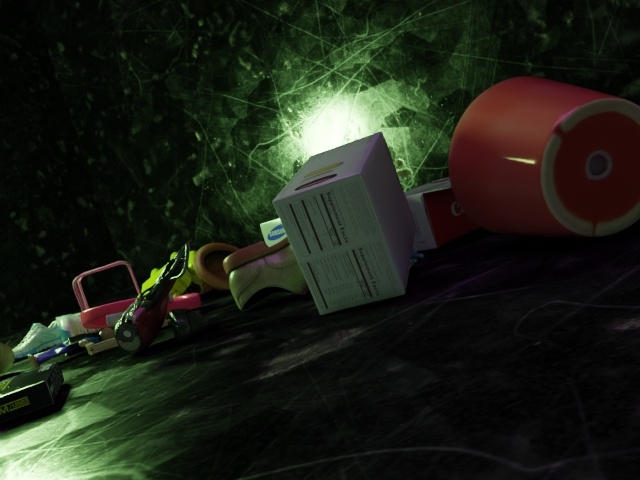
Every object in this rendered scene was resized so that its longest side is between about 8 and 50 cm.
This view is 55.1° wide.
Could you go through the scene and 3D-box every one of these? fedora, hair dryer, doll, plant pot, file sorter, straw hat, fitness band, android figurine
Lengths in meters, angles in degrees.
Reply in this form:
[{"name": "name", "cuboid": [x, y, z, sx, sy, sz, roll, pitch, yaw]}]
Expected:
[{"name": "fedora", "cuboid": [-0.285, 0.093, 1.794, 0.194, 0.194, 0.079, -21, -31, -46]}, {"name": "hair dryer", "cuboid": [-0.308, 0.118, 1.184, 0.223, 0.080, 0.293, -52, 10, -20]}, {"name": "doll", "cuboid": [-0.572, 0.245, 1.420, 0.189, 0.046, 0.129, -20, 5, -30]}, {"name": "plant pot", "cuboid": [0.368, -0.122, 0.957, 0.275, 0.275, 0.243, -18, 14, -6]}, {"name": "file sorter", "cuboid": [-0.715, 0.175, 2.083, 0.202, 0.182, 0.291, -19, 4, -18]}, {"name": "straw hat", "cuboid": [-0.784, 0.302, 1.417, 0.144, 0.144, 0.061, -19, 45, -18]}, {"name": "fitness band", "cuboid": [-0.446, 0.173, 1.533, 0.291, 0.054, 0.209, -10, -5, -14]}, {"name": "android figurine", "cuboid": [-0.456, 0.130, 1.825, 0.248, 0.056, 0.273, -40, 26, 3]}]

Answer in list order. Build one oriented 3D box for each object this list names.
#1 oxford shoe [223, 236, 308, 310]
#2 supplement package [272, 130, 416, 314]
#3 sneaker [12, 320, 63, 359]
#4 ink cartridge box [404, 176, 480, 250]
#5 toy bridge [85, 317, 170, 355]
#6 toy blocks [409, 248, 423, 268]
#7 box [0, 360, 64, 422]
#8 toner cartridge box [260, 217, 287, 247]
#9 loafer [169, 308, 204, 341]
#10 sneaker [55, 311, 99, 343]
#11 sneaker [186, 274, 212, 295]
[{"name": "oxford shoe", "cuboid": [-0.027, 0.048, 1.268, 0.348, 0.130, 0.123, -22, -22, 14]}, {"name": "supplement package", "cuboid": [0.055, -0.039, 1.020, 0.145, 0.204, 0.262, -16, 18, 18]}, {"name": "sneaker", "cuboid": [-0.829, 0.285, 1.767, 0.071, 0.083, 0.191, -13, 7, 33]}, {"name": "ink cartridge box", "cuboid": [0.295, -0.073, 1.435, 0.309, 0.130, 0.272, -21, 7, -40]}, {"name": "toy bridge", "cuboid": [-0.427, 0.212, 1.381, 0.188, 0.026, 0.063, -20, 7, -32]}, {"name": "toy blocks", "cuboid": [0.112, 0.042, 1.150, 0.123, 0.054, 0.148, -19, 4, -28]}, {"name": "box", "cuboid": [-0.514, 0.256, 0.976, 0.184, 0.045, 0.191, -21, 5, -17]}, {"name": "toner cartridge box", "cuboid": [0.000, 0.000, 1.464, 0.075, 0.165, 0.348, -20, 4, -39]}, {"name": "loafer", "cuboid": [-0.254, 0.154, 1.174, 0.061, 0.062, 0.170, -13, 4, -14]}, {"name": "sneaker", "cuboid": [-0.674, 0.238, 1.714, 0.092, 0.087, 0.229, -16, 5, -10]}, {"name": "sneaker", "cuboid": [-0.376, 0.134, 1.927, 0.094, 0.081, 0.208, -9, 4, -14]}]
